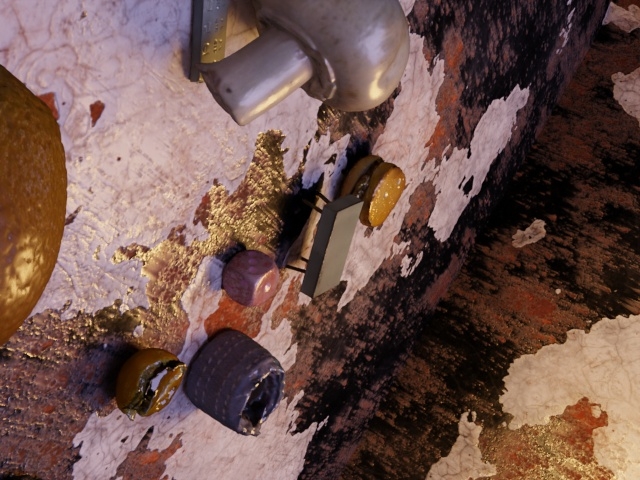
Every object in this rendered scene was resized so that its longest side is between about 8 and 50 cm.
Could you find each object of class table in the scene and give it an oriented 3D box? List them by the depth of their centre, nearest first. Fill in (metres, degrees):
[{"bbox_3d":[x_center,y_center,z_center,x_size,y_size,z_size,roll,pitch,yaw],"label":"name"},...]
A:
[{"bbox_3d":[0.000,0.000,1.800,0.121,0.111,0.240,-24,136,-53],"label":"table"}]

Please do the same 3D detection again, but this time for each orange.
[{"bbox_3d":[-0.415,-0.034,0.734,0.357,0.322,0.322,-64,157,-19],"label":"orange"},{"bbox_3d":[-0.334,0.270,1.440,0.170,0.112,0.160,-43,172,17],"label":"orange"}]

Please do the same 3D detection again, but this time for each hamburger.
[{"bbox_3d":[0.123,-0.124,1.902,0.191,0.118,0.182,-53,151,-27],"label":"hamburger"}]

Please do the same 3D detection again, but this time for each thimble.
[{"bbox_3d":[-0.190,0.336,1.718,0.205,0.172,0.236,-36,147,-38],"label":"thimble"}]

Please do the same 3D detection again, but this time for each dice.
[{"bbox_3d":[-0.151,0.081,1.616,0.093,0.091,0.094,-34,143,-45],"label":"dice"}]

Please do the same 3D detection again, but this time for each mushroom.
[{"bbox_3d":[-0.037,-0.318,1.214,0.336,0.314,0.314,-37,150,-12],"label":"mushroom"}]

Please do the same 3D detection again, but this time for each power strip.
[{"bbox_3d":[-0.175,-0.363,1.178,0.060,0.027,0.252,-35,145,-45],"label":"power strip"}]

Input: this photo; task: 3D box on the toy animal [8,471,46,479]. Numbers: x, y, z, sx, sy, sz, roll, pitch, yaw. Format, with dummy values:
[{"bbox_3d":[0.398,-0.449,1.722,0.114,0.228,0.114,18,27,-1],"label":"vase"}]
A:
[{"bbox_3d":[-0.532,0.446,1.319,0.065,0.047,0.135,-60,155,-15],"label":"toy animal"}]
